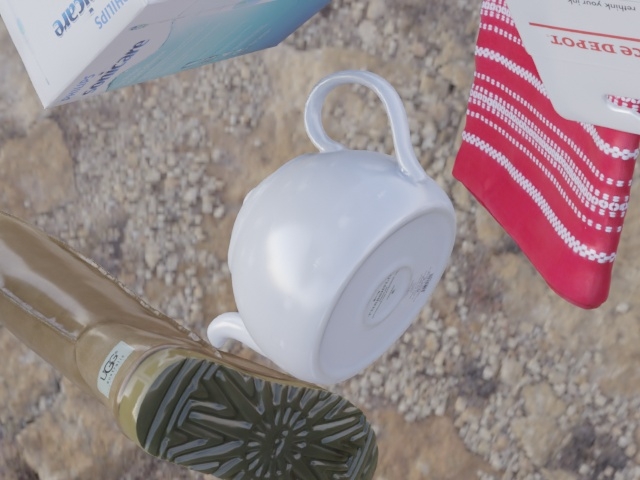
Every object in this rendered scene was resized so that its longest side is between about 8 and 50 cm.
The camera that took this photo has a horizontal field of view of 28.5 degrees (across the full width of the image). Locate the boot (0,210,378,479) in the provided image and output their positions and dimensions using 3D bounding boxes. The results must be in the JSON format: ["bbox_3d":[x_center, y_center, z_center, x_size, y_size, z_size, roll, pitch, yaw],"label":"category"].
[{"bbox_3d":[-0.112,0.077,0.852,0.269,0.236,0.089,27,81,46],"label":"boot"}]

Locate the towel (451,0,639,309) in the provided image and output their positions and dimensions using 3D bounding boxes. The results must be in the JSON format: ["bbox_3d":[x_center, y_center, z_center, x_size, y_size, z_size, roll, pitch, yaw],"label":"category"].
[{"bbox_3d":[0.131,-0.122,0.701,0.031,0.275,0.199,-3,28,-15],"label":"towel"}]

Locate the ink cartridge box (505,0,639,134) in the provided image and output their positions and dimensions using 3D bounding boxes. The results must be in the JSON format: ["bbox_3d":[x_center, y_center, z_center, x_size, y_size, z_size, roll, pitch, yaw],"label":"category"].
[{"bbox_3d":[0.119,-0.122,0.482,0.104,0.180,0.060,19,62,43],"label":"ink cartridge box"}]

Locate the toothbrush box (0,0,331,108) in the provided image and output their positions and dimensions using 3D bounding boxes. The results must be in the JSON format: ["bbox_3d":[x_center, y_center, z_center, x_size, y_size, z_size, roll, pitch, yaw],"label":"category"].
[{"bbox_3d":[-0.116,-0.247,1.155,0.295,0.216,0.126,-24,87,-39],"label":"toothbrush box"}]

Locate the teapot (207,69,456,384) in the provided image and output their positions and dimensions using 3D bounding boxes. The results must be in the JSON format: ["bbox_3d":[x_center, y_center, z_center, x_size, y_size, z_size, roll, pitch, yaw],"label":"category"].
[{"bbox_3d":[0.000,0.000,1.243,0.187,0.252,0.256,38,71,25],"label":"teapot"}]
